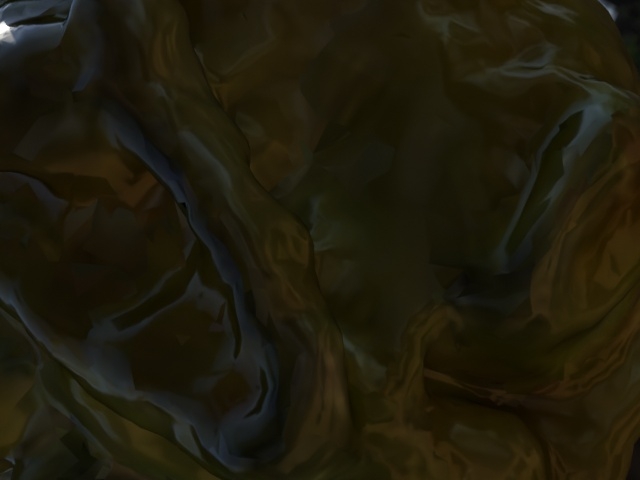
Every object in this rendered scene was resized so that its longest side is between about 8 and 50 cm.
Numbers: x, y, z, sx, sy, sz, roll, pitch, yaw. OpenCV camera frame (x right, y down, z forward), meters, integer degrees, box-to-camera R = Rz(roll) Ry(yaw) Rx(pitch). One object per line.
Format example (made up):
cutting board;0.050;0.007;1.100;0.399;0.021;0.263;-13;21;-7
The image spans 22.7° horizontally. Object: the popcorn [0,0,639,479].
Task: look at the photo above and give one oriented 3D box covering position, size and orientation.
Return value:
popcorn;-0.013;0.003;0.583;0.312;0.312;0.312;-55;-14;-21
